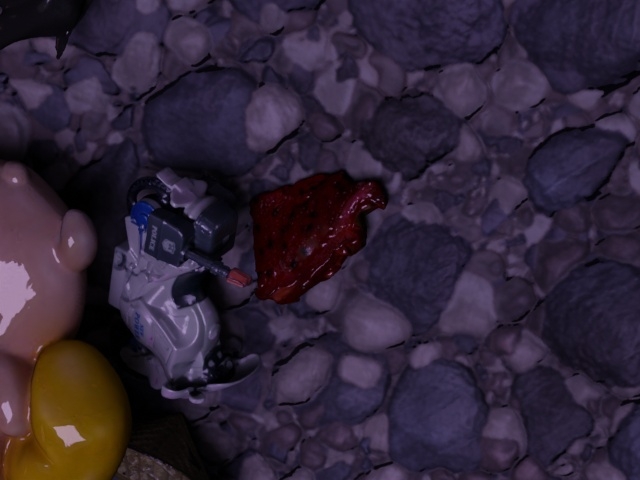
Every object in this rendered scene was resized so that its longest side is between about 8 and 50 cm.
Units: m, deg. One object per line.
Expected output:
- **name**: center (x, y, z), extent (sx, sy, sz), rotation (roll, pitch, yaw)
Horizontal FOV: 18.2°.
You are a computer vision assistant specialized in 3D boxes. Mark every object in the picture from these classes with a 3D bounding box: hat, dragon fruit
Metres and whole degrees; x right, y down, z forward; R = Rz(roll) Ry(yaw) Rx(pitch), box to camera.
- **hat**: center (-0.140, 0.184, 1.793), extent (0.146, 0.067, 0.146), rotation (22, 159, 9)
- **dragon fruit**: center (-0.002, 0.002, 1.660), extent (0.131, 0.063, 0.097), rotation (-18, 107, 24)

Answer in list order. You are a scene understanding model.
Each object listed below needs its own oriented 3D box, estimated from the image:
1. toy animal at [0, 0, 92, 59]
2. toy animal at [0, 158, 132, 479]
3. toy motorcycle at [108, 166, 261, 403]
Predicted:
- **toy animal**: center (-0.285, -0.252, 1.619), extent (0.146, 0.114, 0.245), rotation (-31, 123, 33)
- **toy animal**: center (-0.310, 0.113, 1.666), extent (0.277, 0.247, 0.345), rotation (34, 125, 43)
- **toy motorcycle**: center (-0.113, 0.048, 1.693), extent (0.150, 0.102, 0.221), rotation (28, 128, 24)
